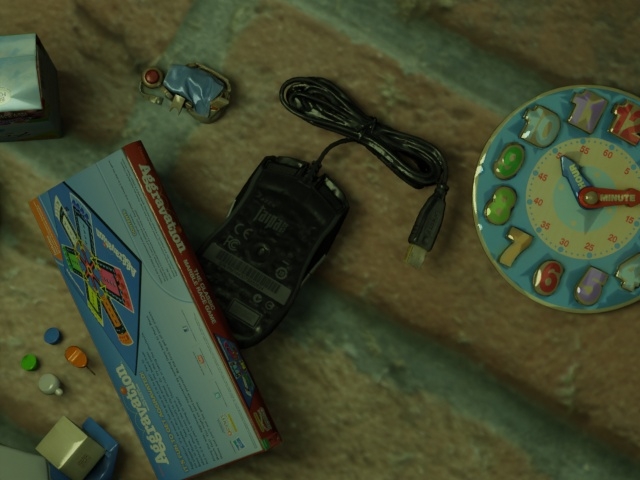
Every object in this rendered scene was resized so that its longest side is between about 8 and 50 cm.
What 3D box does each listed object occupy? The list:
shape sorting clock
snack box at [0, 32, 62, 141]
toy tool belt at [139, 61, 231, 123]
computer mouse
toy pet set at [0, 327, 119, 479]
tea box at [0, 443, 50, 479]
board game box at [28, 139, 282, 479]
[{"bbox_3d":[0.239,-0.037,1.676,0.206,0.040,0.206,0,88,-3],"label":"shape sorting clock"},{"bbox_3d":[-0.311,-0.120,1.560,0.174,0.207,0.070,-5,88,-3],"label":"snack box"},{"bbox_3d":[-0.120,-0.135,1.651,0.083,0.051,0.052,22,87,-2],"label":"toy tool belt"},{"bbox_3d":[0.000,0.000,1.653,0.184,0.060,0.262,26,75,2],"label":"computer mouse"},{"bbox_3d":[-0.228,0.162,1.642,0.114,0.065,0.122,36,82,33],"label":"toy pet set"},{"bbox_3d":[-0.377,0.318,1.407,0.220,0.323,0.329,-30,57,31],"label":"tea box"},{"bbox_3d":[-0.145,0.067,1.608,0.027,0.145,0.281,-25,90,-48],"label":"board game box"}]
